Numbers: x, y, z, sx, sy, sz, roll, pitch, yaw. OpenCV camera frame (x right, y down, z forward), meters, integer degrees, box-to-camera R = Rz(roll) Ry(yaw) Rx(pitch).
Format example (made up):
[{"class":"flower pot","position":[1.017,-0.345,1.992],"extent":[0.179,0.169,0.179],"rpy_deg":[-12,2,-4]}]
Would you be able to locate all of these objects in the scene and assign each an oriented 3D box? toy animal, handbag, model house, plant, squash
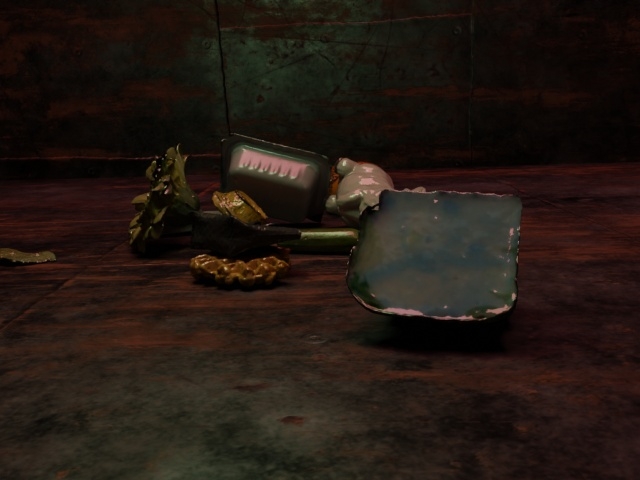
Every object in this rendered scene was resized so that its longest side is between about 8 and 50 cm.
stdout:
[{"class":"toy animal","position":[0.174,-0.097,1.869],"extent":[0.258,0.194,0.357],"rpy_deg":[-4,23,-34]},{"class":"handbag","position":[-0.180,-0.019,1.503],"extent":[0.175,0.088,0.270],"rpy_deg":[-2,7,-39]},{"class":"model house","position":[0.195,0.064,1.129],"extent":[0.261,0.226,0.241],"rpy_deg":[5,-24,14]},{"class":"plant","position":[-0.383,-0.094,1.744],"extent":[0.297,0.306,0.261],"rpy_deg":[28,-12,10]},{"class":"squash","position":[0.000,0.000,1.672],"extent":[0.229,0.066,0.066],"rpy_deg":[1,12,14]}]

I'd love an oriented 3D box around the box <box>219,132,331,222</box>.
[{"class":"box","position":[-0.149,-0.156,1.982],"extent":[0.337,0.264,0.106],"rpy_deg":[14,46,5]}]

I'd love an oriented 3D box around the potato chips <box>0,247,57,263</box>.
[{"class":"potato chips","position":[-0.766,0.042,1.691],"extent":[0.209,0.026,0.142],"rpy_deg":[-1,8,-4]}]

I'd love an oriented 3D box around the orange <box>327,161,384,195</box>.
[{"class":"orange","position":[0.119,-0.176,2.254],"extent":[0.234,0.182,0.234],"rpy_deg":[-9,0,0]}]

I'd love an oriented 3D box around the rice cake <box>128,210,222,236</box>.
[{"class":"rice cake","position":[-0.395,-0.050,1.974],"extent":[0.336,0.063,0.066],"rpy_deg":[-4,9,-12]}]

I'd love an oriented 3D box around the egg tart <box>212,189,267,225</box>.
[{"class":"egg tart","position":[-0.207,-0.076,1.822],"extent":[0.074,0.191,0.191],"rpy_deg":[-45,12,4]}]

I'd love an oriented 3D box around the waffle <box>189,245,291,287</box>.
[{"class":"waffle","position":[-0.158,0.049,1.475],"extent":[0.249,0.056,0.253],"rpy_deg":[5,11,31]}]
